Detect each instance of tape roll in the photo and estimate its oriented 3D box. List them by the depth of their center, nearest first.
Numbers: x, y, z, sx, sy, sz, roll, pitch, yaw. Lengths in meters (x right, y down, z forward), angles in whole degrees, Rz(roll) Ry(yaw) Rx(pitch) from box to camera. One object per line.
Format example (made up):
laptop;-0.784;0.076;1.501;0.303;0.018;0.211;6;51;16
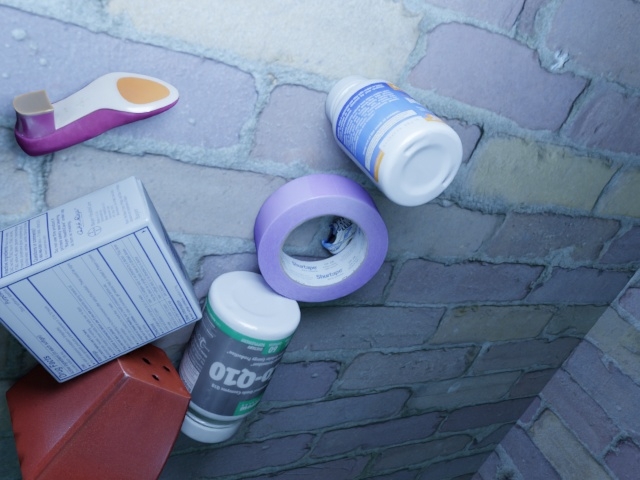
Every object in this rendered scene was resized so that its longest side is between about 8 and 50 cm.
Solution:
tape roll;0.000;0.000;1.136;0.274;0.090;0.275;-6;127;-8

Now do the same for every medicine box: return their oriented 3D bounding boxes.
medicine box;-0.400;0.072;0.961;0.289;0.149;0.264;-24;134;-10

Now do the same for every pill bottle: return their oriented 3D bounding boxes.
pill bottle;0.113;-0.191;0.952;0.152;0.272;0.152;-16;133;-18
pill bottle;-0.200;0.265;1.199;0.204;0.204;0.361;6;123;-34

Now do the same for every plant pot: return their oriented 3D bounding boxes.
plant pot;-0.430;0.334;1.104;0.236;0.267;0.267;-51;135;-1

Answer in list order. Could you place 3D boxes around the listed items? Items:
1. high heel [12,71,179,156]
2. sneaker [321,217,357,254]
high heel;-0.345;-0.189;0.846;0.244;0.082;0.117;-23;164;-29
sneaker;0.053;-0.026;1.213;0.058;0.052;0.135;24;111;-36
